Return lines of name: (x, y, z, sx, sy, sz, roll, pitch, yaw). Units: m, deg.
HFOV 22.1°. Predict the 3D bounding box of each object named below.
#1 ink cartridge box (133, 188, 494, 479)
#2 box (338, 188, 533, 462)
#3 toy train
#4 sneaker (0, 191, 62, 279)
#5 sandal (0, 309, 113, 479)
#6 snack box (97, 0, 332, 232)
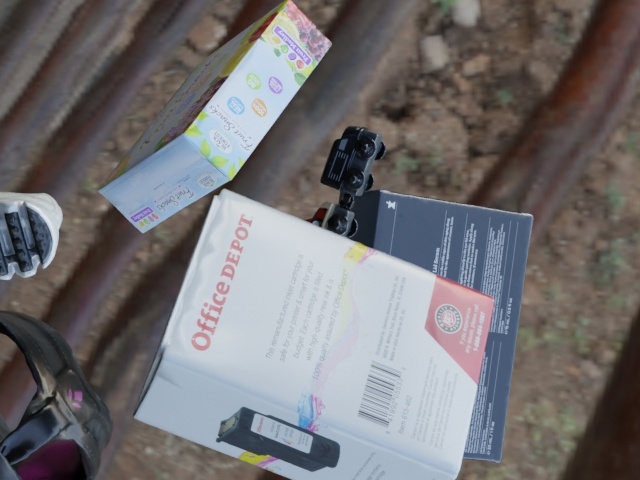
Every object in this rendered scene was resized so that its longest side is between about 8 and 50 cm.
ink cartridge box: (-0.002, 0.065, 0.927, 0.175, 0.072, 0.127, 22, 51, -6)
box: (0.102, 0.088, 1.692, 0.184, 0.103, 0.261, 9, 88, -28)
toy train: (0.000, 0.000, 1.066, 0.027, 0.036, 0.158, 6, 104, -69)
sneaker: (-0.436, -0.005, 1.887, 0.292, 0.118, 0.110, -3, 112, 6)
sandal: (-0.212, 0.104, 1.087, 0.107, 0.446, 0.167, -33, 98, -11)
snack box: (-0.103, -0.120, 1.593, 0.070, 0.174, 0.207, 45, 55, -14)
